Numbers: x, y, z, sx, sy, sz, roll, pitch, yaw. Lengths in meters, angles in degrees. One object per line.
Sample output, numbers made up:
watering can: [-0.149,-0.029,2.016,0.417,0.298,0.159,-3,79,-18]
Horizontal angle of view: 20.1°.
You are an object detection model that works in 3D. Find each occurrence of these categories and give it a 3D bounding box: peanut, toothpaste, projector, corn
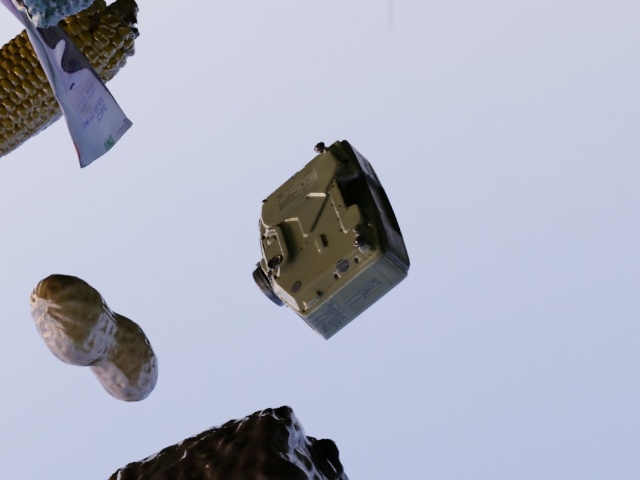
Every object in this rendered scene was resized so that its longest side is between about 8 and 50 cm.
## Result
peanut: [-0.249,0.111,2.013,0.089,0.193,0.089,-31,-145,26]
toothpaste: [-0.280,-0.196,1.905,0.048,0.301,0.075,0,-129,23]
projector: [0.000,0.000,2.318,0.193,0.088,0.269,-40,-146,14]
corn: [-0.346,-0.184,2.144,0.322,0.119,0.119,-41,-145,-7]

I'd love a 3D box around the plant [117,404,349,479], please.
plant: [-0.093,0.214,1.029,0.274,0.146,0.149,-38,-153,14]

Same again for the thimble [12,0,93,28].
thimble: [-0.263,-0.274,1.699,0.090,0.135,0.118,-31,-160,-9]

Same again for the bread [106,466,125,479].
bread: [-0.214,0.335,2.233,0.140,0.069,0.128,-9,-155,11]
